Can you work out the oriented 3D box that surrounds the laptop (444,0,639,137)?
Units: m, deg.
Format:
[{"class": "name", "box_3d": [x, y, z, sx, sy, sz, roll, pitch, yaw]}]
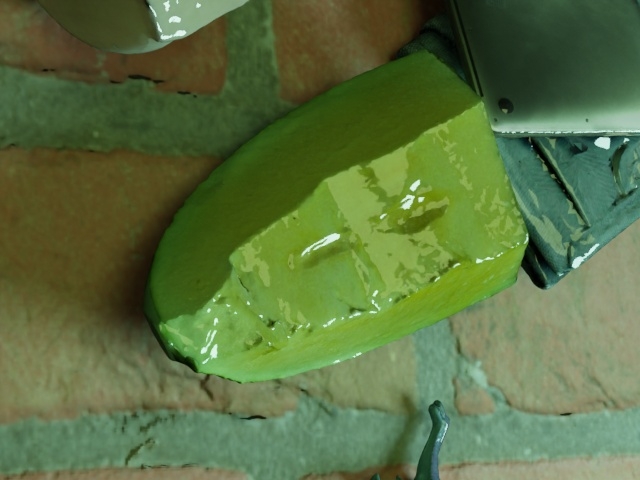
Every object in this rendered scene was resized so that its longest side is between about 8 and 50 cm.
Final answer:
[{"class": "laptop", "box_3d": [0.180, -0.204, 1.297, 0.187, 0.015, 0.269, -2, 66, -26]}]

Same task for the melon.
[{"class": "melon", "box_3d": [0.000, 0.000, 1.137, 0.323, 0.124, 0.196, -26, 94, -28]}]

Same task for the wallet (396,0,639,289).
[{"class": "wallet", "box_3d": [0.240, -0.145, 1.352, 0.342, 0.075, 0.237, -36, 95, -32]}]

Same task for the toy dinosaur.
[{"class": "toy dinosaur", "box_3d": [0.073, 0.212, 1.185, 0.080, 0.045, 0.197, 22, 65, -39]}]

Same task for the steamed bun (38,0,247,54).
[{"class": "steamed bun", "box_3d": [-0.137, -0.258, 1.063, 0.146, 0.164, 0.242, -34, 126, -33]}]
